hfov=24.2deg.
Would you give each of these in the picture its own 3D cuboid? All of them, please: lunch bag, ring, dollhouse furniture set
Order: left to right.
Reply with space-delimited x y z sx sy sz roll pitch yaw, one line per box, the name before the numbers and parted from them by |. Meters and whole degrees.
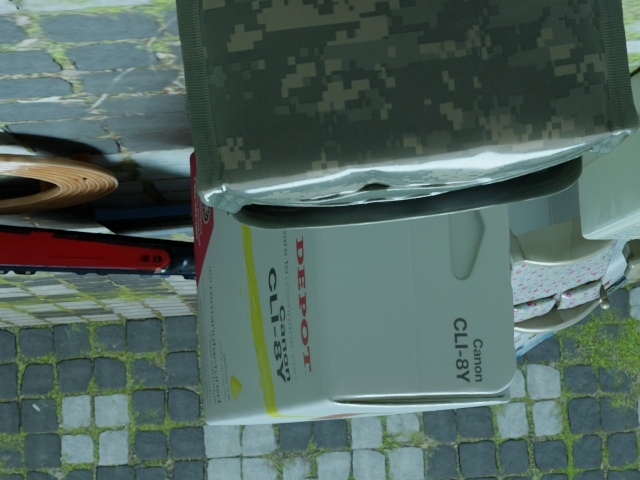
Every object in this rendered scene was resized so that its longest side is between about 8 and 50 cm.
ring | -0.372 -0.060 1.488 0.336 0.032 0.336 -4 174 0
lunch bag | 0.046 -0.098 0.895 0.235 0.169 0.287 -7 178 3
dollhouse furniture set | 0.311 0.053 1.597 0.355 0.174 0.303 -17 157 -5

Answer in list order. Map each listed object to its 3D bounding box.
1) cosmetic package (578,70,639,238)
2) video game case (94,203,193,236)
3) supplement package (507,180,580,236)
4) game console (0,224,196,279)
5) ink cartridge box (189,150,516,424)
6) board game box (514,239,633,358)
cosmetic package | 0.338 -0.084 1.288 0.153 0.129 0.296 -1 173 -10
video game case | -0.214 -0.024 1.911 0.119 0.015 0.166 -4 173 3
supplement package | 0.237 -0.023 1.800 0.105 0.105 0.179 5 168 -44
game console | -0.227 0.023 1.732 0.342 0.060 0.386 6 -179 24
ink cartridge box | 0.010 0.014 1.302 0.160 0.279 0.384 0 171 -19
board game box | 0.342 0.045 1.917 0.305 0.053 0.193 -34 164 -5
